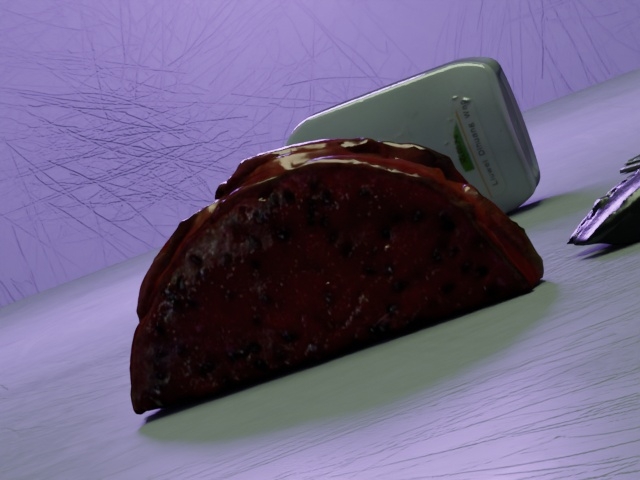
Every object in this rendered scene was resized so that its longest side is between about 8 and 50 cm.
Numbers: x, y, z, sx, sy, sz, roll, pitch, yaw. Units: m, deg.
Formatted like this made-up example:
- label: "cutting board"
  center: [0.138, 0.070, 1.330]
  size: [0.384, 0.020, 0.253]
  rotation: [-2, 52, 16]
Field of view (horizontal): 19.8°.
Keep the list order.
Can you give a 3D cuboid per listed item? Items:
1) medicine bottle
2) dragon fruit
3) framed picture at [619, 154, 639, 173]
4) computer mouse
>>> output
- label: "medicine bottle"
  center: [0.060, -0.068, 1.833]
  size: [0.296, 0.161, 0.111]
  rotation: [-18, 7, 15]
- label: "dragon fruit"
  center: [0.000, 0.000, 1.366]
  size: [0.317, 0.152, 0.205]
  rotation: [-20, 3, 13]
- label: "framed picture"
  center: [0.394, -0.110, 1.791]
  size: [0.142, 0.011, 0.183]
  rotation: [-17, 6, 43]
- label: "computer mouse"
  center: [0.237, -0.031, 1.315]
  size: [0.135, 0.047, 0.079]
  rotation: [-23, 3, 3]
